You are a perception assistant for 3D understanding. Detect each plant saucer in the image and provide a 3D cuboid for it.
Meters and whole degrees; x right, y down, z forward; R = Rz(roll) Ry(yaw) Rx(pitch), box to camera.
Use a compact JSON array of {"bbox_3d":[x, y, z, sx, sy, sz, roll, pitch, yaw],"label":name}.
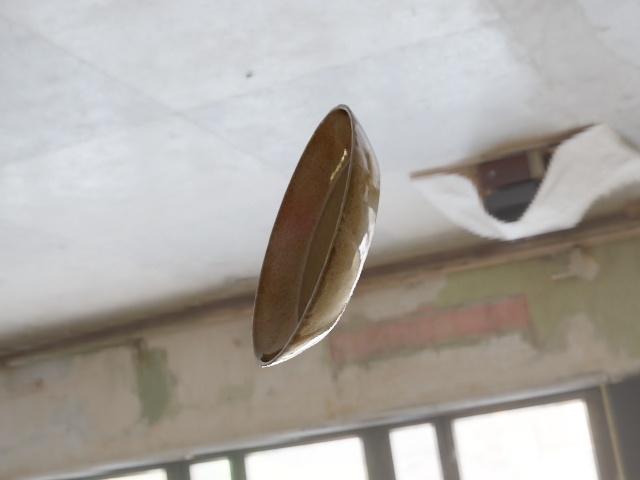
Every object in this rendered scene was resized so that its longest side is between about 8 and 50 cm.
[{"bbox_3d":[0.000,0.000,0.361,0.015,0.083,0.083,17,157,-14],"label":"plant saucer"}]
